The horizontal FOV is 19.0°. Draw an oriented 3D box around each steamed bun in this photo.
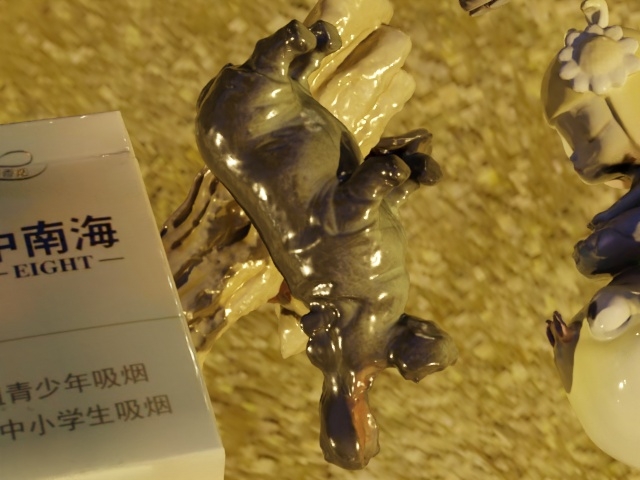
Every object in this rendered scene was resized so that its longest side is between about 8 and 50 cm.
[{"bbox_3d":[-0.022,-0.028,1.746,0.189,0.247,0.428,33,102,-5],"label":"steamed bun"}]

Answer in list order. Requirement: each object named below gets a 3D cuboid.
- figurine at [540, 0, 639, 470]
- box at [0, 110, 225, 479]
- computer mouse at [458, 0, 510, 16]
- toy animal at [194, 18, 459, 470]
[{"bbox_3d":[0.293,-0.012,1.556,0.274,0.226,0.394,-16,76,-11],"label":"figurine"},{"bbox_3d":[-0.149,0.043,0.961,0.155,0.067,0.243,-6,47,-15],"label":"box"},{"bbox_3d":[0.151,-0.217,1.560,0.039,0.066,0.096,40,57,-21],"label":"computer mouse"},{"bbox_3d":[0.016,-0.002,1.486,0.168,0.106,0.343,-25,81,24],"label":"toy animal"}]
